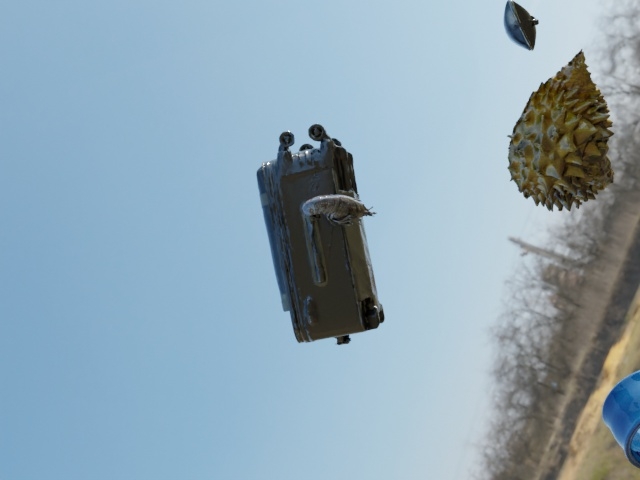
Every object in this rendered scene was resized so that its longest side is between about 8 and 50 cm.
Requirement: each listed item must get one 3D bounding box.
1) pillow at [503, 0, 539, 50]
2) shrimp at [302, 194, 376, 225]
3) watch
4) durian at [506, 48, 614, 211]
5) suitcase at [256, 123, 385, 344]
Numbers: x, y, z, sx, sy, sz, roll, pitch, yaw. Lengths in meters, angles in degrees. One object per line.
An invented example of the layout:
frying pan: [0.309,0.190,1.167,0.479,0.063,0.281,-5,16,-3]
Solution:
pillow: [0.349,-0.378,1.384,0.055,0.091,0.135,-51,2,16]
shrimp: [0.041,-0.053,1.406,0.165,0.065,0.056,14,-120,-43]
watch: [0.617,0.313,1.388,0.171,0.200,0.196,-114,35,-66]
durian: [0.407,-0.132,1.277,0.191,0.112,0.341,-51,-35,-9]
suitcase: [0.000,0.000,1.607,0.283,0.194,0.433,-2,-100,-80]
